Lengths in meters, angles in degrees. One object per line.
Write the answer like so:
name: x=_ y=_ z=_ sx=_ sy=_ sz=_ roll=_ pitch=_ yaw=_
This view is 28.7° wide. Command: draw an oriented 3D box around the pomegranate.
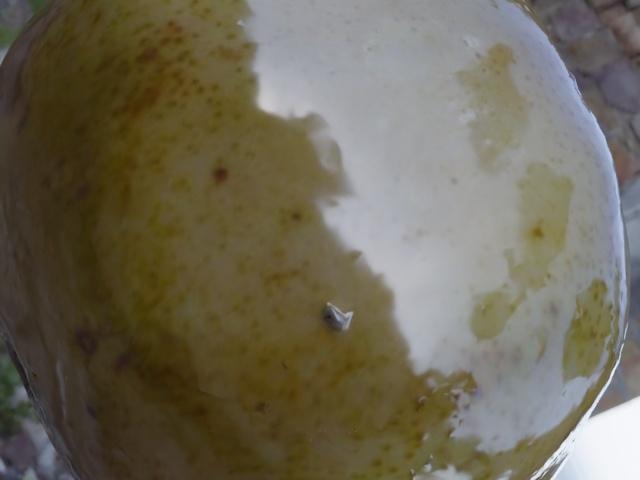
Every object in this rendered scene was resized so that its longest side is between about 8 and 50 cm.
pomegranate: x=0.000 y=0.000 z=0.736 sx=0.417 sy=0.416 sz=0.417 roll=63 pitch=7 yaw=-14
